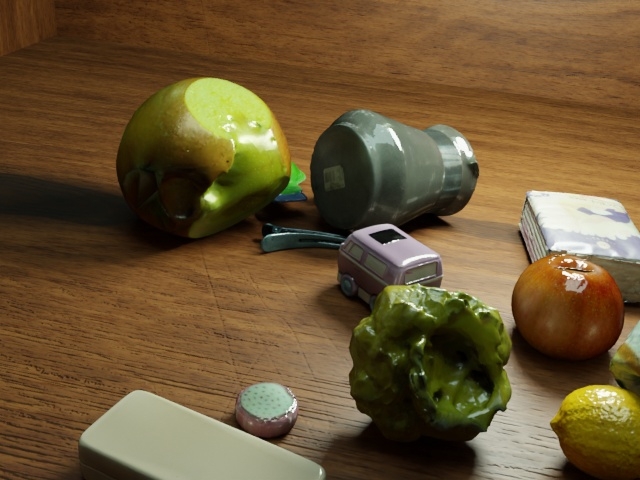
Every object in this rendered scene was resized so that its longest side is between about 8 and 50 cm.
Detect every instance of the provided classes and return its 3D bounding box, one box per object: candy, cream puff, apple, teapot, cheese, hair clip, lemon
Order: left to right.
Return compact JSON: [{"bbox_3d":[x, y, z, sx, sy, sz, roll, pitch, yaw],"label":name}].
[{"bbox_3d":[-0.266,-0.179,1.683,0.383,0.375,0.374,7,27,18],"label":"apple"},{"bbox_3d":[-0.086,0.270,1.188,0.103,0.043,0.103,6,26,-3],"label":"candy"},{"bbox_3d":[-0.127,-0.159,1.952,0.203,0.083,0.320,-4,26,-20],"label":"cheese"},{"bbox_3d":[0.000,0.000,1.713,0.275,0.048,0.083,3,24,-5],"label":"hair clip"},{"bbox_3d":[0.164,-0.158,1.835,0.361,0.306,0.376,-5,-1,-36],"label":"teapot"},{"bbox_3d":[0.169,0.199,1.126,0.281,0.282,0.185,4,20,-1],"label":"cream puff"},{"bbox_3d":[0.472,0.119,1.424,0.210,0.173,0.235,-3,27,-14],"label":"apple"},{"bbox_3d":[0.445,0.292,1.125,0.187,0.142,0.142,7,28,7],"label":"lemon"}]

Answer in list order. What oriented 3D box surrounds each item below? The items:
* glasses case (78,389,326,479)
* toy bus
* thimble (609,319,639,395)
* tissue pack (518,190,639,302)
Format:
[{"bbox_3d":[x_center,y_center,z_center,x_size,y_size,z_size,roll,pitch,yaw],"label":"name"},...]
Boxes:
[{"bbox_3d":[-0.166,0.324,1.036,0.336,0.076,0.144,17,31,22],"label":"glasses case"},{"bbox_3d":[0.137,0.058,1.518,0.141,0.142,0.202,-15,34,-33],"label":"toy bus"},{"bbox_3d":[0.593,0.215,1.139,0.288,0.167,0.254,41,-7,-33],"label":"thimble"},{"bbox_3d":[0.605,0.002,1.716,0.242,0.126,0.344,6,28,3],"label":"tissue pack"}]
